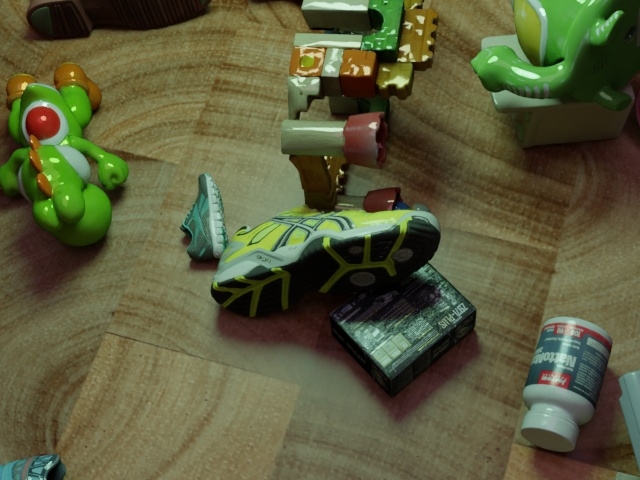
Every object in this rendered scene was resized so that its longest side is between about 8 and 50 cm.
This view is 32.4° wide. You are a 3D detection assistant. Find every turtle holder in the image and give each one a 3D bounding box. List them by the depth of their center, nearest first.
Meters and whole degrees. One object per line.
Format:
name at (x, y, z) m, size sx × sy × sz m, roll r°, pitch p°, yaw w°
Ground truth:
turtle holder at (0.407, -0.334, 1.735) m, size 0.227 × 0.243 × 0.320 m, roll 41°, pitch 102°, yaw 33°

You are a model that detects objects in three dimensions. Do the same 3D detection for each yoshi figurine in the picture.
yoshi figurine at (-0.438, -0.126, 1.876) m, size 0.203 × 0.203 × 0.362 m, roll 17°, pitch 38°, yaw -31°

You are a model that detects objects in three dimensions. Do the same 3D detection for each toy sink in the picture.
toy sink at (0.390, -0.255, 1.875) m, size 0.234 × 0.131 × 0.152 m, roll -6°, pitch 61°, yaw -4°

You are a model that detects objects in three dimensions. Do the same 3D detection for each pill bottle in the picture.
pill bottle at (0.360, 0.214, 1.635) m, size 0.108 × 0.108 × 0.180 m, roll 16°, pitch 64°, yaw 13°

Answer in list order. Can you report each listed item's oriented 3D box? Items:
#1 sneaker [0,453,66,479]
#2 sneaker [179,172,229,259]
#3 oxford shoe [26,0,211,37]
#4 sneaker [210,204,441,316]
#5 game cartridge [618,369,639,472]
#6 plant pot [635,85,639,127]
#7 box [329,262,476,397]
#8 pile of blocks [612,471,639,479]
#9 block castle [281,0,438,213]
sneaker at (-0.385, 0.420, 1.585) m, size 0.125 × 0.104 × 0.261 m, roll -21°, pitch 62°, yaw -9°
sneaker at (-0.200, -0.039, 1.844) m, size 0.076 × 0.065 × 0.166 m, roll -12°, pitch 59°, yaw 3°
oxford shoe at (-0.375, -0.476, 2.060) m, size 0.348 × 0.123 × 0.130 m, roll -5°, pitch 56°, yaw 0°
sneaker at (0.000, 0.000, 1.705) m, size 0.385 × 0.145 × 0.147 m, roll -13°, pitch 51°, yaw 23°
game cartridge at (0.562, 0.284, 1.539) m, size 0.297 × 0.062 × 0.198 m, roll 6°, pitch 54°, yaw -26°
plant pot at (0.656, -0.237, 1.821) m, size 0.201 × 0.201 × 0.180 m, roll 40°, pitch 57°, yaw 22°
box at (0.128, 0.127, 1.717) m, size 0.180 × 0.077 × 0.147 m, roll -38°, pitch 65°, yaw -15°
pile of blocks at (0.437, 0.395, 1.530) m, size 0.362 × 0.112 × 0.149 m, roll -39°, pitch 66°, yaw -15°
block castle at (0.093, -0.262, 1.807) m, size 0.213 × 0.303 × 0.453 m, roll 4°, pitch 62°, yaw 14°
